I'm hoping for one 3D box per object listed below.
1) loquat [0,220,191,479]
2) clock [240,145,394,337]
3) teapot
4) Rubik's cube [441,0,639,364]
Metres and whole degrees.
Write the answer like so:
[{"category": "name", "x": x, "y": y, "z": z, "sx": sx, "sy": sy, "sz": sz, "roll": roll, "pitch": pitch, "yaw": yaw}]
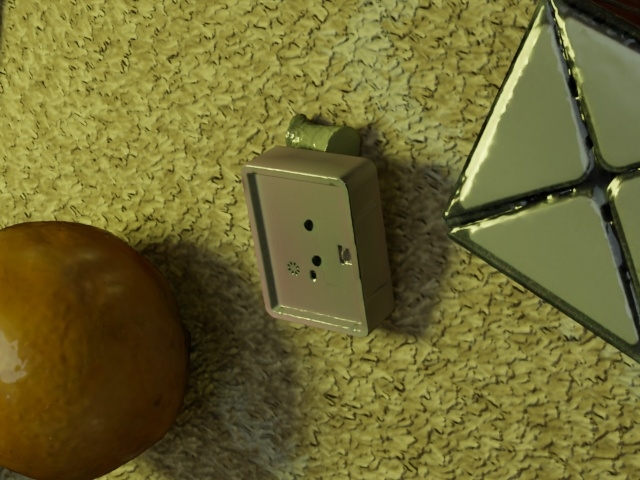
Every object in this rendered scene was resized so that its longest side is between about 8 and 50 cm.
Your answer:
[{"category": "loquat", "x": -0.317, "y": 0.133, "z": 1.720, "sx": 0.328, "sy": 0.328, "sz": 0.328, "roll": 6, "pitch": 100, "yaw": 35}, {"category": "clock", "x": 0.000, "y": 0.000, "z": 1.583, "sx": 0.150, "sy": 0.063, "sz": 0.197, "roll": 10, "pitch": 122, "yaw": 35}, {"category": "teapot", "x": -0.004, "y": -0.108, "z": 1.610, "sx": 0.083, "sy": 0.057, "sz": 0.067, "roll": 25, "pitch": 85, "yaw": 39}, {"category": "Rubik's cube", "x": 0.306, "y": -0.065, "z": 1.271, "sx": 0.255, "sy": 0.259, "sz": 0.260, "roll": 37, "pitch": 120, "yaw": 27}]
